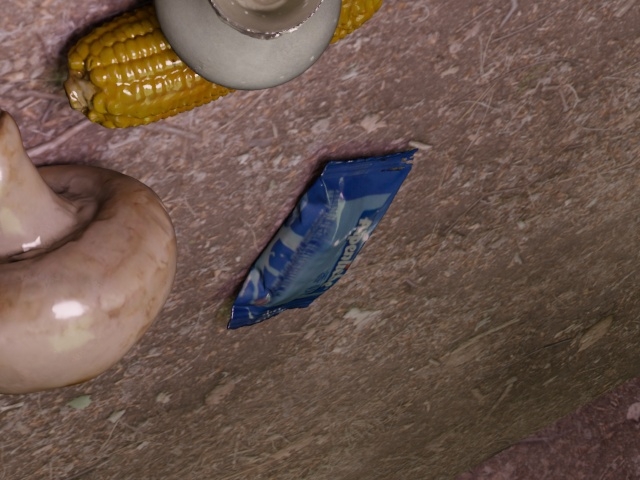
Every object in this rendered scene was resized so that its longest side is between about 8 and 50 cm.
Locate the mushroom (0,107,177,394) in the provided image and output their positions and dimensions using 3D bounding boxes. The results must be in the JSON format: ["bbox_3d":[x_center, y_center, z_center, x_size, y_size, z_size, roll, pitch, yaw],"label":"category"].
[{"bbox_3d":[-0.301,0.002,1.371,0.297,0.297,0.290,-24,126,-16],"label":"mushroom"}]

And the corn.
[{"bbox_3d":[-0.097,-0.214,1.375,0.363,0.120,0.120,-24,150,-16],"label":"corn"}]

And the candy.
[{"bbox_3d":[0.000,0.000,1.844,0.187,0.077,0.331,-10,145,-47],"label":"candy"}]

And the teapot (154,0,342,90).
[{"bbox_3d":[-0.058,-0.229,1.187,0.183,0.183,0.251,-30,-171,-5],"label":"teapot"}]
